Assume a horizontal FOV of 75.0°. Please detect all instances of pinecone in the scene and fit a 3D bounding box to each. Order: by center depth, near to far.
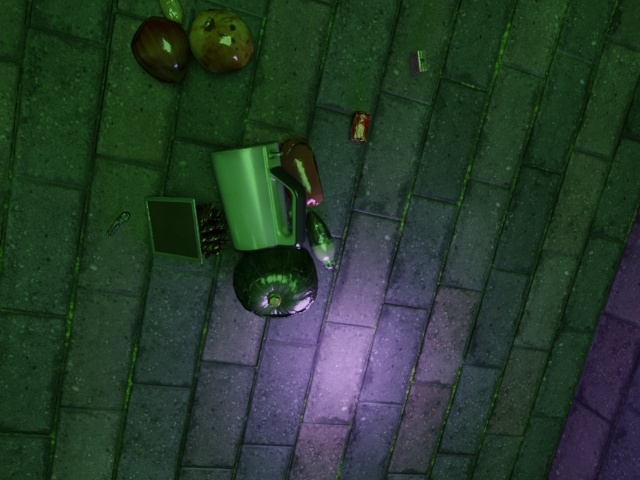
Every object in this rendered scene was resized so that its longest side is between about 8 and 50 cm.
[{"bbox_3d":[-0.434,-0.029,1.563,0.168,0.185,0.213,-26,126,-28],"label":"pinecone"}]

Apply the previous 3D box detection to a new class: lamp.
[{"bbox_3d":[0.000,0.000,1.717,0.101,0.101,0.250,-22,94,-8],"label":"lamp"}]

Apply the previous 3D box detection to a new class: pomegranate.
[{"bbox_3d":[-0.339,-0.677,1.441,0.215,0.215,0.216,-3,102,-13],"label":"pomegranate"}]

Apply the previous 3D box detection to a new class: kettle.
[{"bbox_3d":[-0.204,-0.159,1.519,0.360,0.250,0.377,2,109,31],"label":"kettle"}]

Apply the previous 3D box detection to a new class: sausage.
[{"bbox_3d":[-0.078,-0.263,1.614,0.152,0.152,0.280,-18,105,-9],"label":"sausage"}]

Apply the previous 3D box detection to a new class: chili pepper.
[{"bbox_3d":[0.161,-0.457,1.675,0.070,0.073,0.123,-9,111,-55],"label":"chili pepper"}]

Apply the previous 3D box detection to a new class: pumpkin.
[{"bbox_3d":[-0.173,0.163,1.626,0.327,0.257,0.292,-13,120,-1],"label":"pumpkin"}]

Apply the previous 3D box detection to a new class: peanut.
[{"bbox_3d":[-0.520,-0.826,1.425,0.080,0.080,0.175,-21,105,-9],"label":"peanut"}]

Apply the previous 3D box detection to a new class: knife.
[{"bbox_3d":[-0.758,-0.059,1.559,0.031,0.018,0.121,39,92,-16],"label":"knife"}]

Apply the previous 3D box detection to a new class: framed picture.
[{"bbox_3d":[-0.533,-0.044,1.513,0.019,0.296,0.233,-20,112,-52],"label":"framed picture"}]

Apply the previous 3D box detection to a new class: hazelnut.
[{"bbox_3d":[-0.528,-0.648,1.411,0.210,0.210,0.186,19,69,-17],"label":"hazelnut"}]

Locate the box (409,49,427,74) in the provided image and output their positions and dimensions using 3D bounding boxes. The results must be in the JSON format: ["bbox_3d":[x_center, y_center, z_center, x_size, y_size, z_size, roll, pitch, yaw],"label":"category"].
[{"bbox_3d":[0.392,-0.712,1.669,0.035,0.083,0.080,-14,105,-11],"label":"box"}]
